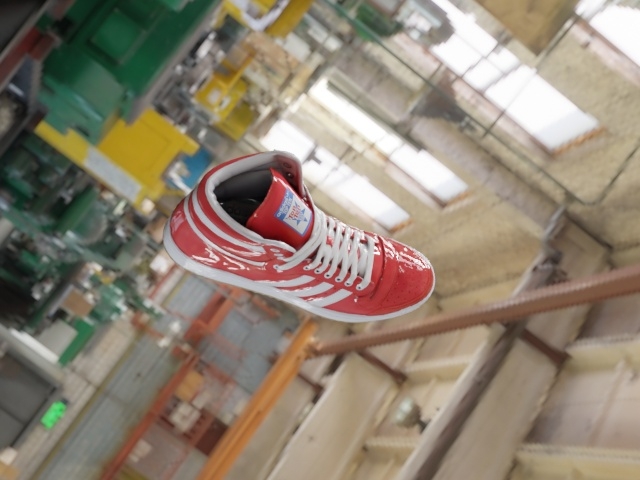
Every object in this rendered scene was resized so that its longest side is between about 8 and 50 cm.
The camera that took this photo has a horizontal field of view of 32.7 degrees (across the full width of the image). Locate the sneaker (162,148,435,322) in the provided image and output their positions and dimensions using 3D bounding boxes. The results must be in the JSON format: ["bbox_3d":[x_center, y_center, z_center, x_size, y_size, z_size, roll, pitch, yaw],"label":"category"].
[{"bbox_3d":[0.000,0.000,0.439,0.067,0.118,0.042,132,-33,-62],"label":"sneaker"}]
